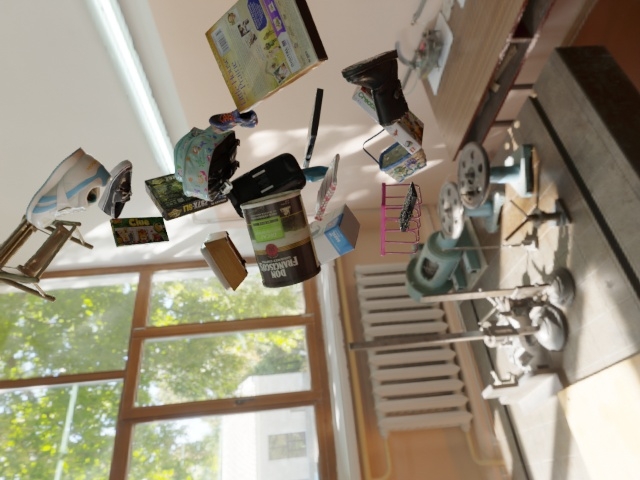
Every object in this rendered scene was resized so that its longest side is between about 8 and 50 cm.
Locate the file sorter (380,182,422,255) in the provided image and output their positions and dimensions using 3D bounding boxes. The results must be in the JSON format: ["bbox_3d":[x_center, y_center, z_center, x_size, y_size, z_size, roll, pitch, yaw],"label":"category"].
[{"bbox_3d":[0.379,-0.100,1.997,0.202,0.182,0.291,-79,-13,-52],"label":"file sorter"}]

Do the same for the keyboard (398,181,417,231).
[{"bbox_3d":[0.292,-0.105,1.458,0.192,0.038,0.100,95,169,-51],"label":"keyboard"}]

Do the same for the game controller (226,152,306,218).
[{"bbox_3d":[-0.221,-0.221,1.700,0.166,0.319,0.067,62,-178,-1],"label":"game controller"}]

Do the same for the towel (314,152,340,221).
[{"bbox_3d":[0.025,-0.172,1.381,0.197,0.029,0.144,118,163,-49],"label":"towel"}]

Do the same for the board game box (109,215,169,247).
[{"bbox_3d":[-0.849,-0.044,1.990,0.259,0.030,0.136,-9,-104,-53],"label":"board game box"}]

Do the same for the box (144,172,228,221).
[{"bbox_3d":[-0.649,-0.239,2.051,0.257,0.322,0.079,44,143,34],"label":"box"}]

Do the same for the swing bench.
[{"bbox_3d":[-0.988,0.041,1.451,0.165,0.254,0.253,105,-178,-55],"label":"swing bench"}]

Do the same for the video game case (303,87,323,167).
[{"bbox_3d":[-0.035,-0.519,1.961,0.248,0.035,0.275,114,164,-64],"label":"video game case"}]

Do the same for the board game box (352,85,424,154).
[{"bbox_3d":[0.256,-0.471,1.545,0.053,0.305,0.193,-39,21,38],"label":"board game box"}]

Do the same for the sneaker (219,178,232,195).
[{"bbox_3d":[-0.324,-0.177,1.430,0.032,0.037,0.083,50,152,5],"label":"sneaker"}]

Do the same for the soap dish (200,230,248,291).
[{"bbox_3d":[-0.405,0.075,1.798,0.229,0.118,0.291,60,175,-13],"label":"soap dish"}]

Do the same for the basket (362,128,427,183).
[{"bbox_3d":[0.390,-0.453,2.117,0.289,0.255,0.201,43,-148,-22],"label":"basket"}]

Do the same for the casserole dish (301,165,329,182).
[{"bbox_3d":[-0.018,-0.305,1.941,0.114,0.188,0.037,30,125,37],"label":"casserole dish"}]

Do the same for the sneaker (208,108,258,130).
[{"bbox_3d":[-0.384,-0.546,1.865,0.087,0.221,0.083,125,130,-68],"label":"sneaker"}]

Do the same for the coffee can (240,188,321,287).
[{"bbox_3d":[-0.127,-0.009,1.371,0.201,0.201,0.275,-116,12,-79],"label":"coffee can"}]

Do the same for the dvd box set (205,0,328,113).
[{"bbox_3d":[-0.194,-0.651,1.408,0.062,0.420,0.308,-32,-77,-46],"label":"dvd box set"}]

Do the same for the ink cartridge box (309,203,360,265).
[{"bbox_3d":[0.000,0.000,1.797,0.129,0.307,0.223,53,-154,-19],"label":"ink cartridge box"}]

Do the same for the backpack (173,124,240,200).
[{"bbox_3d":[-0.399,-0.267,1.463,0.253,0.191,0.225,-81,2,-51],"label":"backpack"}]

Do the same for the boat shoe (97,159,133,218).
[{"bbox_3d":[-0.839,-0.206,1.766,0.301,0.102,0.108,-47,0,31],"label":"boat shoe"}]

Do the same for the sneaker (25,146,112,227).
[{"bbox_3d":[-0.533,-0.089,0.887,0.092,0.228,0.087,41,-151,-23],"label":"sneaker"}]

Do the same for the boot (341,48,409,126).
[{"bbox_3d":[0.176,-0.441,1.262,0.094,0.246,0.207,4,122,42],"label":"boot"}]
